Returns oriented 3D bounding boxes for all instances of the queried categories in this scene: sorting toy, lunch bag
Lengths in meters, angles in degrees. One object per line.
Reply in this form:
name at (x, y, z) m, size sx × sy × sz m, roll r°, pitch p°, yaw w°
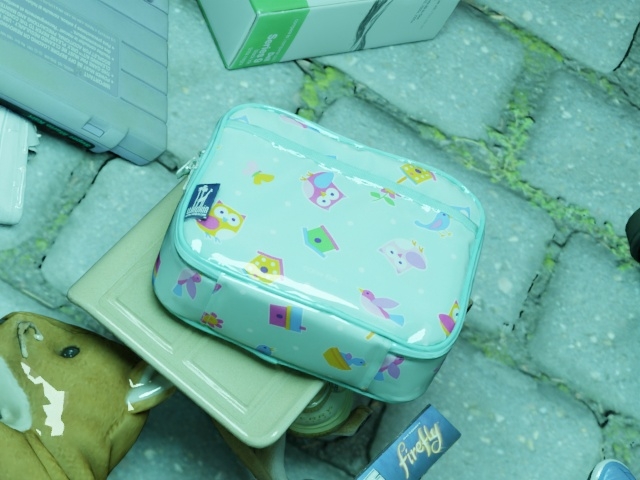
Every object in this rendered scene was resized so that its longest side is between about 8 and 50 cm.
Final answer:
sorting toy at (-0.056, 0.030, 1.504) m, size 0.229 × 0.041 × 0.307 m, roll 37°, pitch 52°, yaw 8°
lunch bag at (0.000, 0.000, 1.448) m, size 0.279 × 0.108 × 0.224 m, roll 23°, pitch 51°, yaw -3°

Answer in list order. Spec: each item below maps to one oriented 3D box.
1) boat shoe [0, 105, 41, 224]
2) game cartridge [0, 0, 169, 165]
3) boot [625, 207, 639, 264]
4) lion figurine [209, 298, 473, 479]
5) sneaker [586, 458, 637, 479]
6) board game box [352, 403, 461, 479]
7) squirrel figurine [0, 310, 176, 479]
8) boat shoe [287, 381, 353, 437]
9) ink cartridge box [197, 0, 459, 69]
boat shoe at (-0.321, -0.100, 1.680) m, size 0.063 × 0.066 × 0.184 m, roll 19°, pitch 52°, yaw -28°
game cartridge at (-0.303, -0.236, 1.686) m, size 0.355 × 0.068 × 0.230 m, roll 28°, pitch 52°, yaw -40°
boot at (0.521, 0.091, 1.869) m, size 0.347 × 0.131 × 0.260 m, roll 1°, pitch 53°, yaw -10°
lion figurine at (-0.011, 0.079, 1.656) m, size 0.240 × 0.142 × 0.392 m, roll 38°, pitch 58°, yaw 12°
sneaker at (0.340, 0.320, 1.690) m, size 0.080 × 0.081 × 0.211 m, roll -8°, pitch 63°, yaw -25°
board game box at (0.021, 0.259, 1.491) m, size 0.042 × 0.243 × 0.165 m, roll 44°, pitch 54°, yaw 7°
squirrel figurine at (-0.235, 0.262, 1.413) m, size 0.397 × 0.281 × 0.370 m, roll 43°, pitch 42°, yaw -11°
boat shoe at (-0.011, 0.042, 1.566) m, size 0.104 × 0.089 × 0.285 m, roll -8°, pitch 63°, yaw 1°
ink cartridge box at (-0.001, -0.331, 1.914) m, size 0.289 × 0.121 × 0.211 m, roll -11°, pitch 66°, yaw -28°
